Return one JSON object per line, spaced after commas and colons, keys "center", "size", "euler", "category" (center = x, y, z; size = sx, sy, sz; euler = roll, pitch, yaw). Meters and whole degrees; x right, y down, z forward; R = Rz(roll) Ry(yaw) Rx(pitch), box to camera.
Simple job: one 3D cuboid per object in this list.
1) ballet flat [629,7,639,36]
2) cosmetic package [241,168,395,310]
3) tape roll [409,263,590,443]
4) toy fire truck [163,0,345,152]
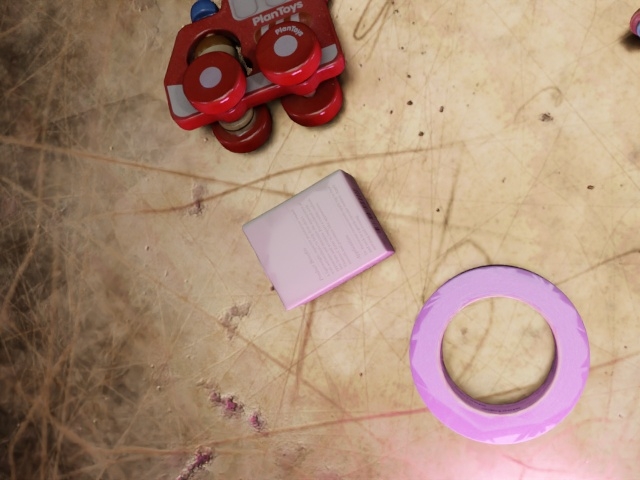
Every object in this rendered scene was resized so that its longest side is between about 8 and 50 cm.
{"center": [0.634, -0.388, 1.499], "size": [0.342, 0.116, 0.124], "euler": [-8, 69, 9], "category": "ballet flat"}
{"center": [0.000, 0.000, 1.578], "size": [0.183, 0.151, 0.151], "euler": [-29, 85, 8], "category": "cosmetic package"}
{"center": [0.280, 0.176, 1.563], "size": [0.274, 0.090, 0.275], "euler": [0, 90, 10], "category": "tape roll"}
{"center": [-0.111, -0.305, 1.608], "size": [0.302, 0.169, 0.254], "euler": [-19, 63, 9], "category": "toy fire truck"}
